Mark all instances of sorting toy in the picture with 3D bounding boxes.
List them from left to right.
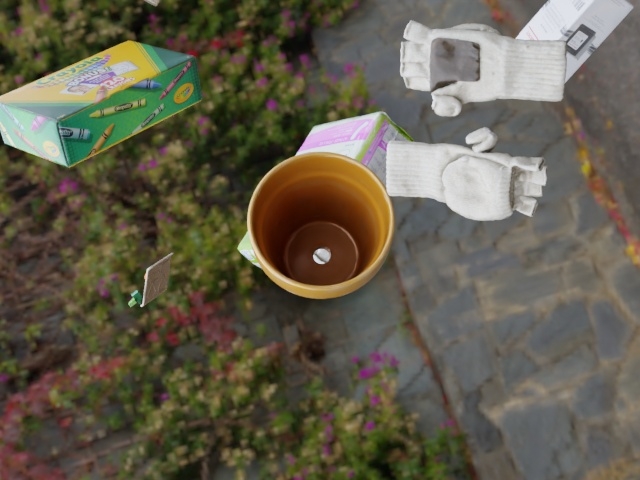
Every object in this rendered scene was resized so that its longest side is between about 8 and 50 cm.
[{"bbox_3d":[-0.216,0.053,1.419,0.083,0.012,0.062,-38,-31,-58],"label":"sorting toy"}]

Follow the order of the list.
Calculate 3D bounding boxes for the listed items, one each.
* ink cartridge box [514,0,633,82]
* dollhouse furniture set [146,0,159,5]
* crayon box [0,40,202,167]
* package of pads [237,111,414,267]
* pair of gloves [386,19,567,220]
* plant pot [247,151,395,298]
[{"bbox_3d":[0.356,-0.305,1.632,0.060,0.180,0.104,29,-154,-25],"label":"ink cartridge box"},{"bbox_3d":[-0.230,-0.346,1.272,0.151,0.144,0.123,28,180,-12],"label":"dollhouse furniture set"},{"bbox_3d":[-0.344,-0.220,1.758,0.165,0.278,0.081,19,130,38],"label":"crayon box"},{"bbox_3d":[0.013,-0.078,1.941,0.101,0.296,0.229,41,157,-27],"label":"package of pads"},{"bbox_3d":[0.182,-0.140,1.360,0.042,0.204,0.240,-47,-32,-61],"label":"pair of gloves"},{"bbox_3d":[0.000,0.000,1.642,0.188,0.205,0.205,92,164,-71],"label":"plant pot"}]
